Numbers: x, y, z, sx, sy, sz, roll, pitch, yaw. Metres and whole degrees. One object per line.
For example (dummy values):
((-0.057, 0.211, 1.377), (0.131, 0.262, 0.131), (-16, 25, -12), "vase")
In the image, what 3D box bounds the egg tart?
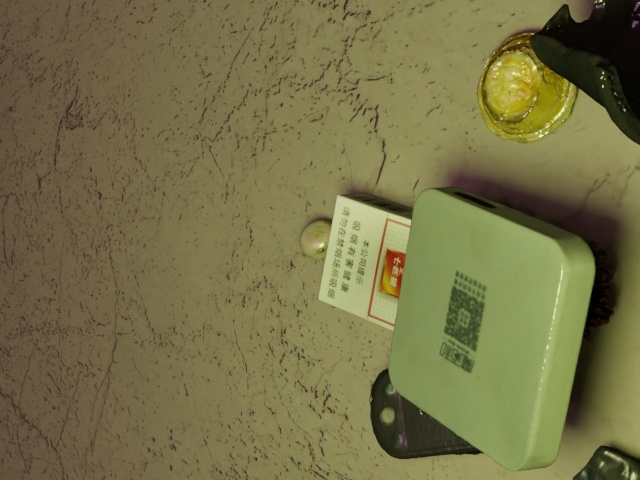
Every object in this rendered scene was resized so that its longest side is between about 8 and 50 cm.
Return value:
((0.332, -0.255, 1.765), (0.191, 0.074, 0.191), (1, 92, 40), "egg tart")

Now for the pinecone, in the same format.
((0.394, 0.079, 1.692), (0.174, 0.174, 0.173), (4, 96, 40), "pinecone")

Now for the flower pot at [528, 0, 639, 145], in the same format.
((0.464, -0.327, 1.520), (0.251, 0.380, 0.379), (25, 111, 58), "flower pot")

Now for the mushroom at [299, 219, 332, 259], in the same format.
((0.000, 0.000, 2.066), (0.084, 0.067, 0.083), (-10, 54, 14), "mushroom")

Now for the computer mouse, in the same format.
((0.219, 0.297, 1.886), (0.269, 0.100, 0.170), (-12, 82, 36), "computer mouse")

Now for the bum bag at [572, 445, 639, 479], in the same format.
((0.532, 0.413, 1.647), (0.310, 0.074, 0.137), (14, 110, 35), "bum bag")

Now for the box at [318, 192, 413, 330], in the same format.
((0.162, 0.056, 1.920), (0.330, 0.095, 0.210), (20, 107, 35), "box")

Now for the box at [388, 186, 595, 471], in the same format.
((0.257, 0.130, 1.673), (0.367, 0.091, 0.372), (31, 119, 54), "box")
